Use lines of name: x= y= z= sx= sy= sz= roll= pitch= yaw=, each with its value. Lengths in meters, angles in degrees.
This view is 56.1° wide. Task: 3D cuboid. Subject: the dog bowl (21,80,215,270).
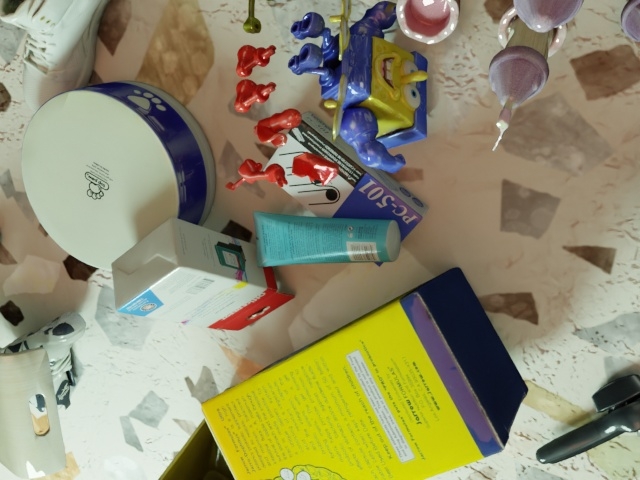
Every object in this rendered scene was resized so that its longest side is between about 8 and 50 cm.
dog bowl: x=-0.294 y=-0.093 z=0.876 sx=0.264 sy=0.104 sz=0.265 roll=7 pitch=111 yaw=17

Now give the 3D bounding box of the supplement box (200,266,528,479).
supplement box: x=0.057 y=0.210 z=0.795 sx=0.356 sy=0.194 sz=0.195 roll=-32 pitch=82 yaw=27

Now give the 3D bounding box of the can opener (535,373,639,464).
can opener: x=0.373 y=0.255 z=0.808 sx=0.059 sy=0.073 sz=0.186 roll=20 pitch=126 yaw=-32

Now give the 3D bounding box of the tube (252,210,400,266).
tube: x=0.000 y=0.000 z=0.793 sx=0.207 sy=0.052 sz=0.080 roll=1 pitch=97 yaw=26

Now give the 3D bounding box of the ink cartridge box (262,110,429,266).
ink cartridge box: x=0.032 y=-0.069 z=0.804 sx=0.207 sy=0.046 sz=0.097 roll=39 pitch=119 yaw=1

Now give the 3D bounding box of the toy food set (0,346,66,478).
toy food set: x=-0.536 y=0.236 z=1.007 sx=0.306 sy=0.092 sz=0.220 roll=14 pitch=114 yaw=37

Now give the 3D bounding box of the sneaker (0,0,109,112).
sneaker: x=-0.378 y=-0.285 z=0.800 sx=0.108 sy=0.169 sz=0.293 roll=33 pitch=118 yaw=3

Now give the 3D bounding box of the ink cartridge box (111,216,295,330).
ink cartridge box: x=-0.160 y=0.058 z=0.859 sx=0.134 sy=0.231 sz=0.078 roll=-32 pitch=59 yaw=26

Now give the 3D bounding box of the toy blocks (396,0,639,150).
toy blocks: x=0.222 y=-0.257 z=0.499 sx=0.308 sy=0.260 sz=0.289 roll=17 pitch=142 yaw=11

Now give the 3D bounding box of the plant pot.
plant pot: x=-0.134 y=0.410 z=0.963 sx=0.212 sy=0.212 sz=0.187 roll=30 pitch=128 yaw=6

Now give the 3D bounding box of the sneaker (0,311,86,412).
sneaker: x=-0.465 y=0.225 z=1.061 sx=0.234 sy=0.094 sz=0.153 roll=-24 pitch=101 yaw=25

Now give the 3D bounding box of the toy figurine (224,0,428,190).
toy figurine: x=0.040 y=-0.201 z=0.713 sx=0.191 sy=0.217 sz=0.363 roll=-18 pitch=62 yaw=46
